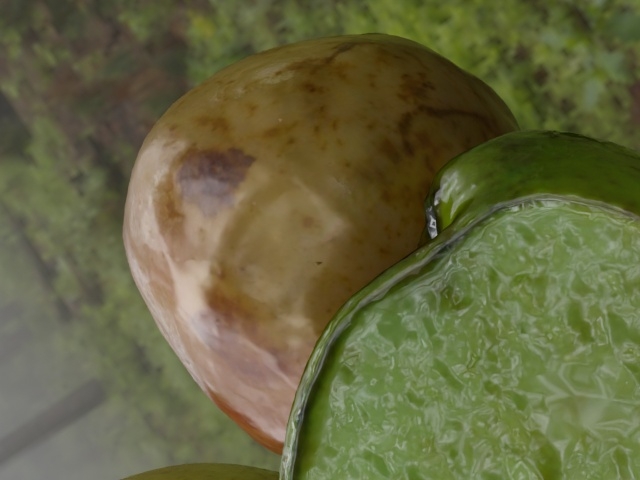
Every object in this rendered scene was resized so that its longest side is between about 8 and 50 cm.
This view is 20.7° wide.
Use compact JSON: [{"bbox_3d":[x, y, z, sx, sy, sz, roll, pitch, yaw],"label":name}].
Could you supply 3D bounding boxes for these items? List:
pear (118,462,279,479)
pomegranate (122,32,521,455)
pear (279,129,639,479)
[{"bbox_3d":[-0.074,0.319,1.161,0.348,0.348,0.348,56,177,5],"label":"pear"},{"bbox_3d":[0.000,0.000,0.866,0.215,0.215,0.215,56,177,5],"label":"pomegranate"},{"bbox_3d":[0.079,0.094,0.717,0.164,0.238,0.255,38,-149,-79],"label":"pear"}]
